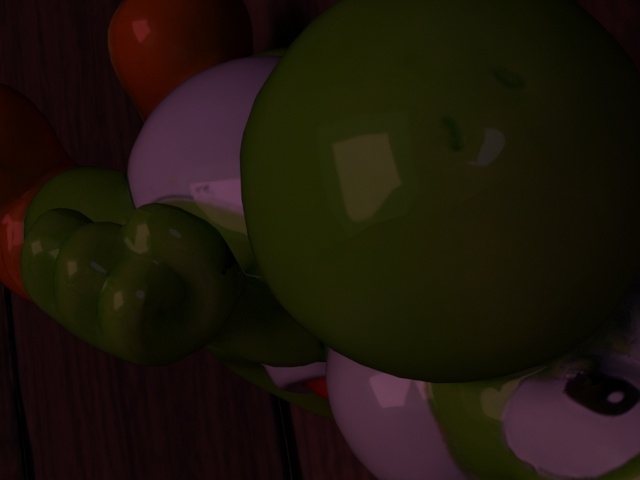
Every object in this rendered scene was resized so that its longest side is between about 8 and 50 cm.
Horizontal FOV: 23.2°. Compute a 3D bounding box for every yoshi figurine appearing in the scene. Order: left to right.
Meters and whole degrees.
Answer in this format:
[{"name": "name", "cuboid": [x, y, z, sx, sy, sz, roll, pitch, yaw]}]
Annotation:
[{"name": "yoshi figurine", "cuboid": [-0.003, -0.026, 0.499, 0.362, 0.203, 0.203, 23, 100, 50]}]
